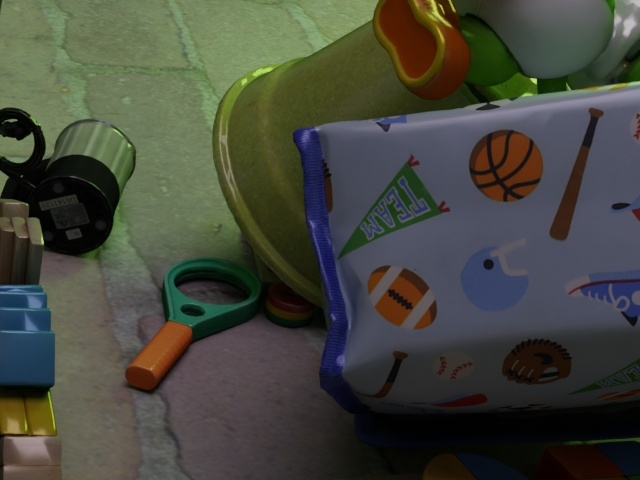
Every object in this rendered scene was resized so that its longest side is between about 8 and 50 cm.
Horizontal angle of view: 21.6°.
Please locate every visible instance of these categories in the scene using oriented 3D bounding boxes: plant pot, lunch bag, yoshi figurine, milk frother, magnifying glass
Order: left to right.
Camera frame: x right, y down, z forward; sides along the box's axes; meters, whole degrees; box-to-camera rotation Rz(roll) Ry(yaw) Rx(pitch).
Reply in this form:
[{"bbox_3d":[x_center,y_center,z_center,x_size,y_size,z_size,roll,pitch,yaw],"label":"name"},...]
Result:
[{"bbox_3d":[-0.252,-0.081,1.613,0.129,0.143,0.135,4,29,2],"label":"milk frother"},{"bbox_3d":[-0.118,0.070,1.497,0.092,0.026,0.231,16,28,10],"label":"magnifying glass"},{"bbox_3d":[0.084,-0.103,1.532,0.276,0.254,0.276,23,50,-31],"label":"plant pot"},{"bbox_3d":[0.167,0.039,1.323,0.327,0.239,0.385,-5,-12,5],"label":"lunch bag"},{"bbox_3d":[0.232,-0.155,1.383,0.362,0.203,0.203,11,-18,-42],"label":"yoshi figurine"}]

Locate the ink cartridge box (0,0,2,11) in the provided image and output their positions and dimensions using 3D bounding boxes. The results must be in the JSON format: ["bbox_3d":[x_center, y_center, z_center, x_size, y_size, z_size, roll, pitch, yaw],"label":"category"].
[{"bbox_3d":[-0.378,-0.177,1.622,0.066,0.261,0.296,0,28,-23],"label":"ink cartridge box"}]

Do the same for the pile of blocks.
[{"bbox_3d":[-0.276,0.069,1.302,0.112,0.149,0.362,2,28,-18],"label":"pile of blocks"}]

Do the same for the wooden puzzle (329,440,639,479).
[{"bbox_3d":[0.200,0.244,1.212,0.347,0.081,0.322,-4,30,-27],"label":"wooden puzzle"}]

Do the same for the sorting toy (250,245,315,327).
[{"bbox_3d":[0.000,0.000,1.657,0.132,0.046,0.274,5,27,-12],"label":"sorting toy"}]
